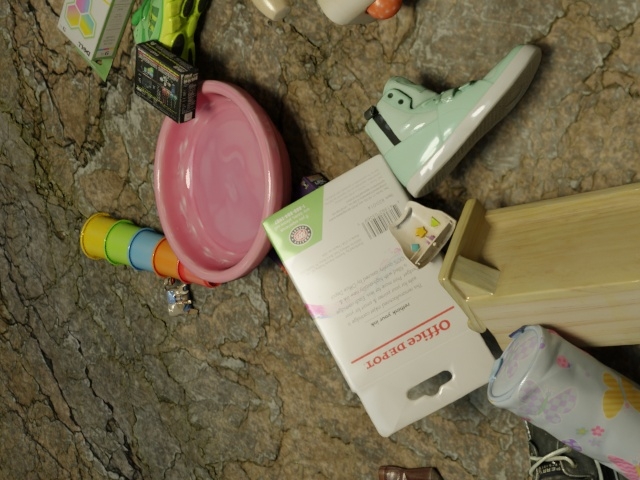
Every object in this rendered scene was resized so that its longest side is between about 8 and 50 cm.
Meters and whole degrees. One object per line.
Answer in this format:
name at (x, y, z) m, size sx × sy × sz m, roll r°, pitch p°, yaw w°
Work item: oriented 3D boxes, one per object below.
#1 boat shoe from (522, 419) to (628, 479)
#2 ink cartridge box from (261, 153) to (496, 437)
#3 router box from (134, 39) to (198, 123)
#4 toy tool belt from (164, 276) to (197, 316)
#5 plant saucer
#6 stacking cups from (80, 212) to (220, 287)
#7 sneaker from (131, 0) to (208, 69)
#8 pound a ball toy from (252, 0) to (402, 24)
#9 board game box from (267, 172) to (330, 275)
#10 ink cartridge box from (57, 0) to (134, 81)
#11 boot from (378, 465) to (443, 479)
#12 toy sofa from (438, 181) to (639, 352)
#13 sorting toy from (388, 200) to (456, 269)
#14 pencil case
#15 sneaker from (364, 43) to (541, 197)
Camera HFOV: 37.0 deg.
boat shoe at (0.343, 0.303, 1.300) m, size 0.121 × 0.119 × 0.335 m, roll -29°, pitch 85°, yaw 42°
ink cartridge box at (0.093, 0.079, 1.384) m, size 0.207 × 0.119 × 0.353 m, roll -29°, pitch 82°, yaw 7°
router box at (-0.252, -0.259, 1.556) m, size 0.122 × 0.038 × 0.092 m, roll 36°, pitch 134°, yaw 29°
toy tool belt at (-0.261, 0.103, 1.800) m, size 0.051 × 0.052 × 0.083 m, roll -6°, pitch 105°, yaw 9°
plant saucer at (-0.156, -0.098, 1.586) m, size 0.332 × 0.084 × 0.332 m, roll 8°, pitch 100°, yaw 48°
stacking cups at (-0.308, 0.016, 1.782) m, size 0.316 × 0.096 × 0.096 m, roll 11°, pitch 111°, yaw 34°
sneaker at (-0.262, -0.382, 1.598) m, size 0.123 × 0.109 × 0.296 m, roll 33°, pitch 123°, yaw 23°
pound a ball toy at (0.080, -0.377, 1.247) m, size 0.319 × 0.208 × 0.136 m, roll -31°, pitch 83°, yaw 41°
board game box at (0.000, 0.000, 1.541) m, size 0.141 × 0.048 × 0.170 m, roll 42°, pitch 126°, yaw 21°
ink cartridge box at (-0.418, -0.403, 1.754) m, size 0.109 × 0.062 × 0.209 m, roll 45°, pitch 128°, yaw 19°
boot at (0.153, 0.417, 1.557) m, size 0.114 × 0.037 × 0.106 m, roll -7°, pitch 102°, yaw 36°
toy sofa at (0.347, 0.028, 1.189) m, size 0.362 × 0.150 × 0.177 m, roll -11°, pitch 133°, yaw 42°
sorting toy at (0.134, -0.014, 1.303) m, size 0.075 × 0.045 × 0.083 m, roll 40°, pitch 95°, yaw 17°
pencil case at (0.345, 0.219, 1.206) m, size 0.273 × 0.113 × 0.124 m, roll 30°, pitch 139°, yaw -6°
sneaker at (0.166, -0.197, 1.280) m, size 0.256 × 0.094 × 0.151 m, roll -47°, pitch 73°, yaw 20°
